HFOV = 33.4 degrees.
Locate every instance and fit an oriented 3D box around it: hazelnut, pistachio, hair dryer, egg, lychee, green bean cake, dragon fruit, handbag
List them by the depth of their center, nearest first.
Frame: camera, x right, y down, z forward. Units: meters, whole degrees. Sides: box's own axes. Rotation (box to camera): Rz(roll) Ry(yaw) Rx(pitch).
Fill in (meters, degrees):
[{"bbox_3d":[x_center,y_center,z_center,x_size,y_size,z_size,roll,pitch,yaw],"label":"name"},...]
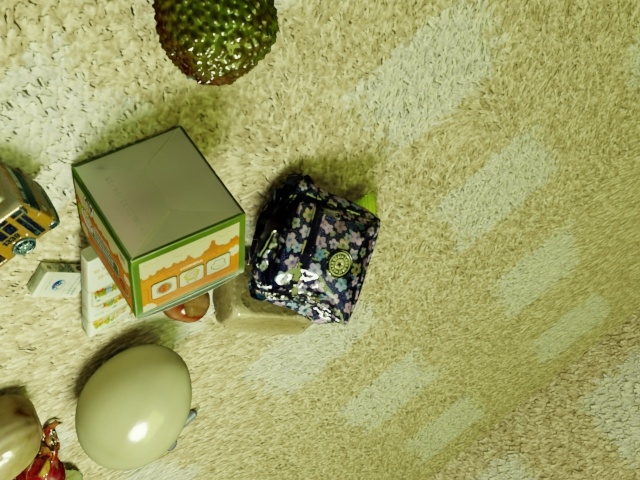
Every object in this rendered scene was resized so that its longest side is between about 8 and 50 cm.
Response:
[{"bbox_3d":[-0.129,-0.281,1.311,0.171,0.171,0.171,-27,148,-18],"label":"lychee"},{"bbox_3d":[-0.548,0.345,1.754,0.206,0.131,0.129,-39,173,-10],"label":"pistachio"},{"bbox_3d":[-0.015,0.016,1.787,0.207,0.126,0.229,21,90,-29],"label":"handbag"},{"bbox_3d":[-0.231,0.103,1.816,0.086,0.086,0.086,-27,148,-18],"label":"hazelnut"},{"bbox_3d":[-0.323,0.288,1.856,0.186,0.186,0.242,15,111,-54],"label":"egg"},{"bbox_3d":[-0.097,0.101,1.873,0.179,0.109,0.085,5,151,-33],"label":"green bean cake"},{"bbox_3d":[-0.499,0.411,1.944,0.094,0.094,0.191,7,117,-51],"label":"dragon fruit"},{"bbox_3d":[-0.289,0.375,2.169,0.114,0.037,0.063,-41,150,-9],"label":"hair dryer"}]

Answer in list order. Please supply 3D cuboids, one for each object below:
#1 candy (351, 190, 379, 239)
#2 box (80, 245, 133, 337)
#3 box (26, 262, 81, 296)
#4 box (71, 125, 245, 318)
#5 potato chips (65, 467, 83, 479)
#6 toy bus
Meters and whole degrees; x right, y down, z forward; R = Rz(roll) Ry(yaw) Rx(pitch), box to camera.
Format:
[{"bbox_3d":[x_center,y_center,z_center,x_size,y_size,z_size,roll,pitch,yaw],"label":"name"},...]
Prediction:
[{"bbox_3d":[0.000,0.000,1.918,0.246,0.069,0.149,-26,150,-18],"label":"candy"},{"bbox_3d":[-0.318,0.061,1.670,0.122,0.032,0.220,-31,156,-29],"label":"box"},{"bbox_3d":[-0.398,0.061,1.624,0.083,0.024,0.054,4,132,-51],"label":"box"},{"bbox_3d":[-0.228,-0.025,1.513,0.177,0.195,0.148,-25,148,-22],"label":"box"},{"bbox_3d":[-0.524,0.499,2.097,0.142,0.026,0.209,-37,152,-6],"label":"potato chips"},{"bbox_3d":[-0.448,-0.014,1.403,0.182,0.091,0.103,-36,150,2],"label":"toy bus"}]
